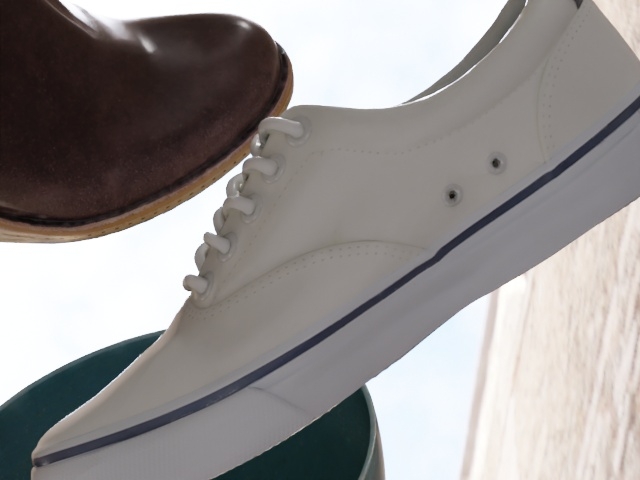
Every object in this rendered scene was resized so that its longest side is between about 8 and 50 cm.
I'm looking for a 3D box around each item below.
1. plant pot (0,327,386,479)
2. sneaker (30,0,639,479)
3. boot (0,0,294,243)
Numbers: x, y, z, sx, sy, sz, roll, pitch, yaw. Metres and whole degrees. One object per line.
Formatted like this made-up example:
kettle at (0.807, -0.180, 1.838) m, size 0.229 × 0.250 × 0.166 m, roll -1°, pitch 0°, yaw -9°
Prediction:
plant pot at (-0.083, 0.216, 1.085) m, size 0.290 × 0.290 × 0.195 m, roll -11°, pitch -58°, yaw 9°
sneaker at (0.000, 0.000, 0.593) m, size 0.258 × 0.094 × 0.091 m, roll -34°, pitch -85°, yaw -5°
boot at (-0.131, -0.087, 0.627) m, size 0.248 × 0.090 × 0.207 m, roll -16°, pitch -38°, yaw -10°
